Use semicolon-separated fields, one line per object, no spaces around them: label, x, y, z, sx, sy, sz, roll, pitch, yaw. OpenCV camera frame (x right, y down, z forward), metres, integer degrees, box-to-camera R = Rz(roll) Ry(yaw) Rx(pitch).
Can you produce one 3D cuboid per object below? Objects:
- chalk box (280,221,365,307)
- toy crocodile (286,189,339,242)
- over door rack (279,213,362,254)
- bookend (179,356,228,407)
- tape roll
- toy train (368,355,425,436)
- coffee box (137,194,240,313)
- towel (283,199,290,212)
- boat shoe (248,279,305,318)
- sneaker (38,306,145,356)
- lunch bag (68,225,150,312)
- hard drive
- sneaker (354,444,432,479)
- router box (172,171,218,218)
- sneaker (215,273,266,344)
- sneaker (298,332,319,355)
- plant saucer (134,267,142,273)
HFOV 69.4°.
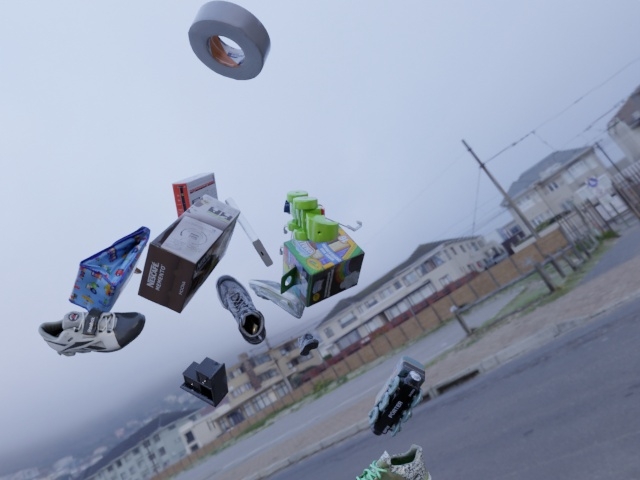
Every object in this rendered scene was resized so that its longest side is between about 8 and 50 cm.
chalk box;-0.022;0.093;1.607;0.289;0.179;0.180;-20;-40;-27
toy crocodile;-0.035;-0.074;1.302;0.105;0.115;0.340;-4;14;-12
over door rack;0.000;0.000;1.892;0.324;0.239;0.108;15;-39;-10
bookend;-0.393;0.450;1.534;0.072;0.156;0.157;-47;-30;-45
tape roll;-0.252;-0.551;1.290;0.219;0.072;0.219;14;-22;6
toy train;0.298;0.613;1.812;0.334;0.142;0.190;-65;-3;26
coffee box;-0.331;0.024;1.195;0.297;0.119;0.168;-67;3;-61
towel;-0.083;-0.129;1.789;0.119;0.029;0.067;2;-27;-10
boat shoe;-0.196;0.242;2.016;0.118;0.320;0.103;11;-85;-59
sneaker;-0.718;0.276;1.441;0.331;0.122;0.146;-15;-41;6
lunch bag;-0.679;0.090;1.567;0.221;0.138;0.293;-51;6;38
hard drive;-0.374;-0.045;2.414;0.047;0.353;0.233;-32;-37;-7
sneaker;0.196;0.809;1.587;0.410;0.182;0.158;-9;10;-25
router box;-0.637;-0.183;2.421;0.082;0.301;0.335;-2;16;12
sneaker;-0.257;0.222;1.528;0.101;0.268;0.153;-31;-3;-18
sneaker;-0.052;0.414;1.902;0.051;0.089;0.170;18;-40;-16
plant saucer;-0.754;0.113;1.845;0.083;0.083;0.013;116;176;-65
